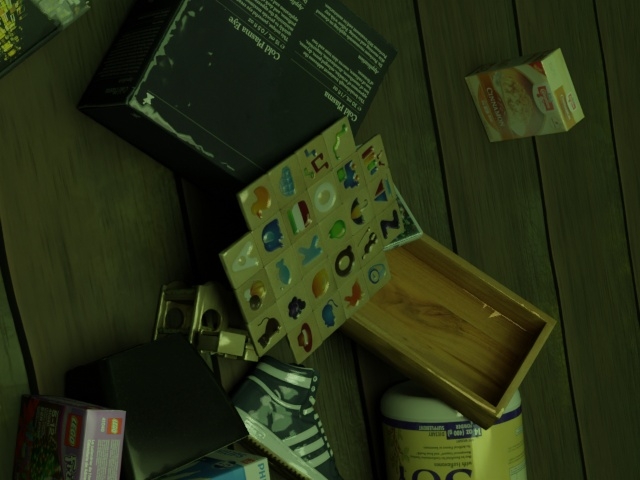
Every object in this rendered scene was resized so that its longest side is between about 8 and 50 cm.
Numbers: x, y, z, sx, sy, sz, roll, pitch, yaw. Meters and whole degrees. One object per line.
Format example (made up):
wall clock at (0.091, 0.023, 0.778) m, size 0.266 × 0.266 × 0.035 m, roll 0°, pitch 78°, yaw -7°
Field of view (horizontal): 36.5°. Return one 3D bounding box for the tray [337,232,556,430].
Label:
tray at (0.148, 0.100, 1.556) m, size 0.411 × 0.076 × 0.203 m, roll 34°, pitch 61°, yaw 7°

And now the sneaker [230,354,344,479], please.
sneaker at (-0.024, 0.296, 1.537) m, size 0.282 × 0.099 × 0.153 m, roll 43°, pitch 65°, yaw -26°

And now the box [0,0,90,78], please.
box at (-0.516, -0.351, 1.160) m, size 0.318 × 0.097 × 0.395 m, roll -50°, pitch 117°, yaw -33°

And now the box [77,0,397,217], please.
box at (-0.113, -0.235, 1.410) m, size 0.343 × 0.179 × 0.312 m, roll 34°, pitch 74°, yaw -32°

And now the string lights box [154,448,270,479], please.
string lights box at (-0.209, 0.369, 1.358) m, size 0.259 × 0.133 × 0.077 m, roll -12°, pitch 95°, yaw -40°

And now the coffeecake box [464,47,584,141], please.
coffeecake box at (0.385, -0.272, 1.838) m, size 0.068 × 0.185 × 0.142 m, roll -37°, pitch 111°, yaw -34°

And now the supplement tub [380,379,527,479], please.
supplement tub at (0.231, 0.409, 1.650) m, size 0.241 × 0.241 × 0.331 m, roll -7°, pitch 92°, yaw -39°

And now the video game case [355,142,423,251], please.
video game case at (0.047, -0.056, 1.566) m, size 0.173 × 0.022 × 0.190 m, roll -21°, pitch 67°, yaw -20°

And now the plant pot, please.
plant pot at (-0.241, 0.227, 1.317) m, size 0.187 × 0.188 × 0.167 m, roll -18°, pitch 89°, yaw -38°

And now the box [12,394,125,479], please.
box at (-0.328, 0.348, 1.218) m, size 0.057 × 0.201 × 0.293 m, roll 10°, pitch 82°, yaw -39°

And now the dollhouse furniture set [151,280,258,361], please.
dollhouse furniture set at (-0.124, 0.118, 1.406) m, size 0.161 × 0.182 × 0.101 m, roll 16°, pitch 78°, yaw -38°

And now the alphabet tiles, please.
alphabet tiles at (0.000, 0.000, 1.395) m, size 0.342 × 0.011 × 0.285 m, roll -40°, pitch 126°, yaw -35°
